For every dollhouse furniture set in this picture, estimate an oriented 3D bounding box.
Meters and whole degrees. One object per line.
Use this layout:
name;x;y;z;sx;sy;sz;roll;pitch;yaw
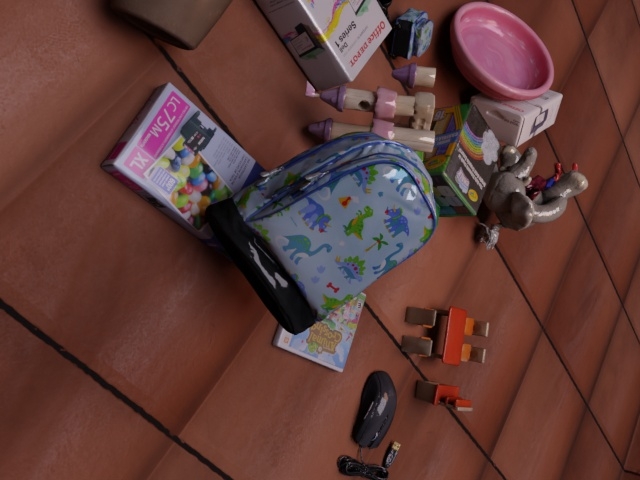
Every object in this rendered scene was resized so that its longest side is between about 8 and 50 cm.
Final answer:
dollhouse furniture set;0.347;0.308;1.541;0.261;0.135;0.259;17;80;-41

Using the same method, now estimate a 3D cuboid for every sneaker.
sneaker;0.139;-0.546;1.368;0.170;0.089;0.051;33;69;-37

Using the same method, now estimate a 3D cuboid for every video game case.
video game case;0.004;0.174;1.304;0.212;0.023;0.194;31;71;-38

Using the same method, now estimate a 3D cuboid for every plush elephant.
plush elephant;0.538;-0.146;1.617;0.330;0.271;0.255;-51;152;-2

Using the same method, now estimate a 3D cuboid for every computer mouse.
computer mouse;0.157;0.465;1.423;0.184;0.060;0.262;36;68;-36

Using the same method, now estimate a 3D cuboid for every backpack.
backpack;0.028;-0.034;1.022;0.355;0.273;0.290;-37;110;-16
backpack;0.233;-0.516;1.445;0.114;0.084;0.105;-56;158;-37

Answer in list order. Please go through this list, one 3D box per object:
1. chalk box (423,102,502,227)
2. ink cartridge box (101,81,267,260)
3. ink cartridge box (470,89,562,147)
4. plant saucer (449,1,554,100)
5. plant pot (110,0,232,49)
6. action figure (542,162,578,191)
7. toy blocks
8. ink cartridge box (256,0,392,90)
chalk box;0.304;-0.172;1.467;0.180;0.179;0.289;43;64;-35
ink cartridge box;-0.219;-0.115;1.074;0.311;0.065;0.186;43;64;-36
ink cartridge box;0.561;-0.376;1.685;0.237;0.172;0.100;-30;138;-37
plant saucer;0.492;-0.514;1.616;0.331;0.084;0.333;11;59;-19
plant pot;-0.235;-0.453;0.953;0.263;0.263;0.230;22;95;-40
action figure;0.769;-0.202;1.945;0.280;0.091;0.139;-47;126;-32
toy blocks;0.099;-0.227;1.265;0.289;0.259;0.309;91;7;-52
ink cartridge box;0.005;-0.493;1.229;0.278;0.117;0.201;51;59;-31
